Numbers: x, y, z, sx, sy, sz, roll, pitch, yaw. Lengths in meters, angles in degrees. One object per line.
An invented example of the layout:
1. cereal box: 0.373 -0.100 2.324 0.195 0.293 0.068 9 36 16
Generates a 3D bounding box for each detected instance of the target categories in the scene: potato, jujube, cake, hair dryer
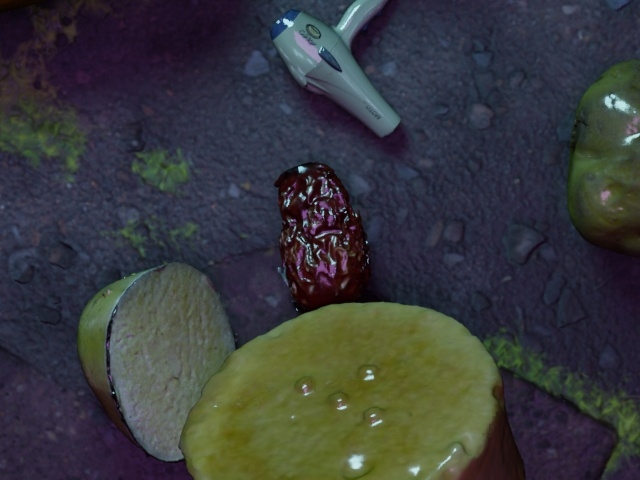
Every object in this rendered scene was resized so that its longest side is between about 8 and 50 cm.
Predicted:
1. potato: 0.335 -0.082 1.502 0.154 0.137 0.200 13 96 31
2. jujube: 0.004 -0.001 1.529 0.104 0.104 0.166 -7 94 2
3. cake: 0.048 0.270 1.446 0.332 0.332 0.321 -13 126 2
4. hair dryer: 0.063 -0.207 1.546 0.199 0.067 0.167 -35 103 -11
5. potato: -0.189 0.124 1.534 0.117 0.182 0.202 -1 117 38

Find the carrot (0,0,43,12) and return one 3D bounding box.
1. carrot: -0.259 -0.363 1.436 0.341 0.241 0.241 -20 94 4
